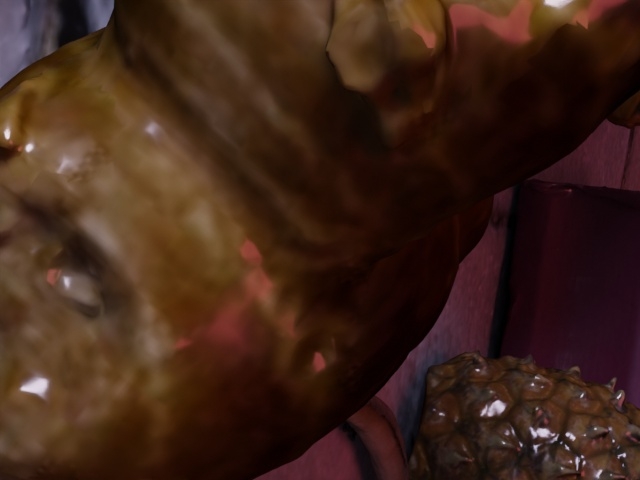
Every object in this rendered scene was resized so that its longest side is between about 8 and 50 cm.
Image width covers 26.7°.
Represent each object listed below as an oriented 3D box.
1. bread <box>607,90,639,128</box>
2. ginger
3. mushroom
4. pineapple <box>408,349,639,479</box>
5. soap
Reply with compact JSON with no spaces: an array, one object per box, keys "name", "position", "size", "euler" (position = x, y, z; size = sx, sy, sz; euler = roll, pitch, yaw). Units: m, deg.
[{"name":"bread","position":[0.265,-0.204,1.066],"size":[0.210,0.099,0.235],"euler":[-17,109,-65]},{"name":"ginger","position":[0.027,-0.064,0.441],"size":[0.357,0.152,0.274],"euler":[-50,165,15]},{"name":"mushroom","position":[0.030,0.151,0.776],"size":[0.068,0.043,0.306],"euler":[-89,169,-53]},{"name":"pineapple","position":[0.191,0.165,0.834],"size":[0.158,0.278,0.158],"euler":[-44,141,-52]},{"name":"soap","position":[0.215,0.137,1.053],"size":[0.233,0.128,0.359],"euler":[0,98,-64]}]
